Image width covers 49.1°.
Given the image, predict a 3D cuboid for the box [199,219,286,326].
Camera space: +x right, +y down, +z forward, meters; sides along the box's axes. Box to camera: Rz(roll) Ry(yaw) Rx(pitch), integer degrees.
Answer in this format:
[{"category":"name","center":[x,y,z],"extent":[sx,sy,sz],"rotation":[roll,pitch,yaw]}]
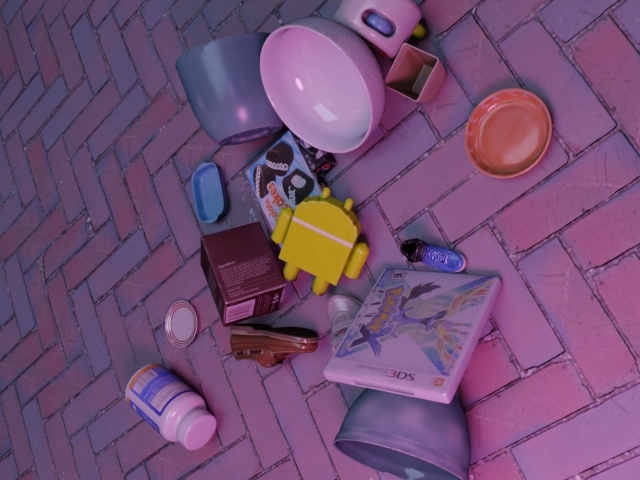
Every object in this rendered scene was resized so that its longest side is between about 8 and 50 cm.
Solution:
[{"category":"box","center":[-0.208,0.089,1.850],"extent":[0.168,0.166,0.203],"rotation":[108,142,-61]}]

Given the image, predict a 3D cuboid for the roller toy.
[{"category":"roller toy","center":[0.130,-0.532,1.683],"extent":[0.209,0.191,0.146],"rotation":[36,100,32]}]

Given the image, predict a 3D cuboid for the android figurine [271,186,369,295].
[{"category":"android figurine","center":[0.000,0.000,1.741],"extent":[0.248,0.056,0.273],"rotation":[24,117,9]}]

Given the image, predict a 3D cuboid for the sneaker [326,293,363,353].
[{"category":"sneaker","center":[0.077,0.238,1.694],"extent":[0.103,0.111,0.252],"rotation":[-41,63,26]}]

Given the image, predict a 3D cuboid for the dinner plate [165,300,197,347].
[{"category":"dinner plate","center":[-0.418,0.253,2.118],"extent":[0.141,0.017,0.141],"rotation":[-5,82,35]}]

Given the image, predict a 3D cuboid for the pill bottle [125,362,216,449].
[{"category":"pill bottle","center":[-0.427,0.481,2.016],"extent":[0.272,0.152,0.153],"rotation":[28,102,35]}]

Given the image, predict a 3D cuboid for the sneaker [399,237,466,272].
[{"category":"sneaker","center":[0.252,0.035,1.603],"extent":[0.152,0.084,0.058],"rotation":[23,99,36]}]

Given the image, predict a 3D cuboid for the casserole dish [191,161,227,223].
[{"category":"casserole dish","center":[-0.325,-0.140,2.081],"extent":[0.114,0.037,0.189],"rotation":[-23,71,33]}]

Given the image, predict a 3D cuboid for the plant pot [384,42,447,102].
[{"category":"plant pot","center":[0.235,-0.386,1.655],"extent":[0.109,0.096,0.109],"rotation":[36,107,33]}]

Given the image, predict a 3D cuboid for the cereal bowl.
[{"category":"cereal bowl","center":[0.023,-0.392,1.704],"extent":[0.338,0.141,0.339],"rotation":[29,144,23]}]

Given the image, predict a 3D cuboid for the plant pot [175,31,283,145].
[{"category":"plant pot","center":[-0.219,-0.392,1.887],"extent":[0.292,0.293,0.235],"rotation":[-16,88,34]}]

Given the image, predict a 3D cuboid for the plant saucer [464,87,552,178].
[{"category":"plant saucer","center":[0.415,-0.233,1.542],"extent":[0.199,0.037,0.200],"rotation":[-5,81,36]}]

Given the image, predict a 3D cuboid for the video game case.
[{"category":"video game case","center":[0.202,0.191,1.524],"extent":[0.299,0.036,0.329],"rotation":[3,43,37]}]

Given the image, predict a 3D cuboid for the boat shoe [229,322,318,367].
[{"category":"boat shoe","center":[-0.120,0.281,1.848],"extent":[0.307,0.110,0.105],"rotation":[0,88,46]}]

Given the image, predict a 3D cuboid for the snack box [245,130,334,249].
[{"category":"snack box","center":[-0.067,-0.109,1.871],"extent":[0.187,0.060,0.322],"rotation":[-39,64,27]}]

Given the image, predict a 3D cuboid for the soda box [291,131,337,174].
[{"category":"soda box","center":[-0.023,-0.257,1.854],"extent":[0.053,0.060,0.169],"rotation":[-39,64,26]}]

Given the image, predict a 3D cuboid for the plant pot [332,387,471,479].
[{"category":"plant pot","center":[0.195,0.392,1.512],"extent":[0.292,0.293,0.196],"rotation":[1,58,37]}]
